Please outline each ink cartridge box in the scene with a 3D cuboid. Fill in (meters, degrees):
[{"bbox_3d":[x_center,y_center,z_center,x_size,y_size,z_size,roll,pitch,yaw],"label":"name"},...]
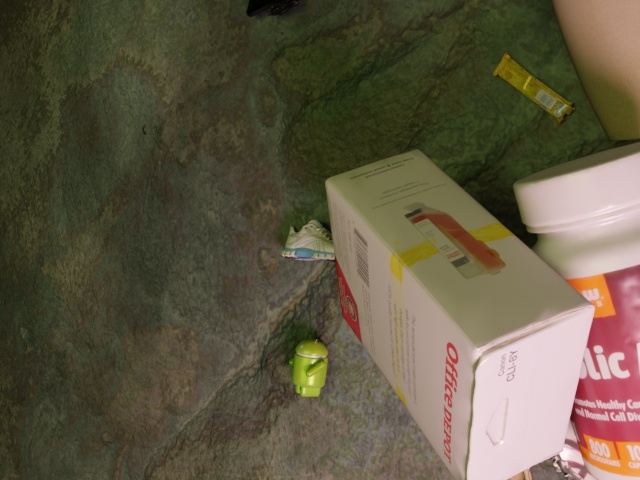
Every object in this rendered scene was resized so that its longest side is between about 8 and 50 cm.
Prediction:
[{"bbox_3d":[0.165,0.096,0.949,0.385,0.160,0.279,-126,23,-48],"label":"ink cartridge box"}]

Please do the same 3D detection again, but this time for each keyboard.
[{"bbox_3d":[-0.081,-0.522,1.513,0.192,0.038,0.100,-10,57,39],"label":"keyboard"}]

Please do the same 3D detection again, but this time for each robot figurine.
[{"bbox_3d":[-0.020,0.245,1.371,0.101,0.067,0.115,-169,85,-68],"label":"robot figurine"}]

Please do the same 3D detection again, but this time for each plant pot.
[{"bbox_3d":[0.447,-0.282,0.956,0.256,0.256,0.274,-3,102,38],"label":"plant pot"}]

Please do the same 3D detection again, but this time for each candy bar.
[{"bbox_3d":[0.347,-0.250,1.150,0.161,0.018,0.040,48,118,30],"label":"candy bar"}]

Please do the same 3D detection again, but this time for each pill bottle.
[{"bbox_3d":[0.390,0.087,0.881,0.224,0.224,0.392,-16,95,37],"label":"pill bottle"}]

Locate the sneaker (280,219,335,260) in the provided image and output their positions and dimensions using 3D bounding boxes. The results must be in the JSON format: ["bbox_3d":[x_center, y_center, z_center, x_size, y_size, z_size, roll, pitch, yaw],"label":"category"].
[{"bbox_3d":[0.000,0.000,1.377,0.190,0.071,0.083,4,83,38],"label":"sneaker"}]

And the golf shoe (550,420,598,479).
[{"bbox_3d":[0.404,0.321,1.023,0.120,0.105,0.273,-33,72,15],"label":"golf shoe"}]

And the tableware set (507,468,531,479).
[{"bbox_3d":[0.281,0.343,1.154,0.168,0.020,0.141,-11,80,37],"label":"tableware set"}]
